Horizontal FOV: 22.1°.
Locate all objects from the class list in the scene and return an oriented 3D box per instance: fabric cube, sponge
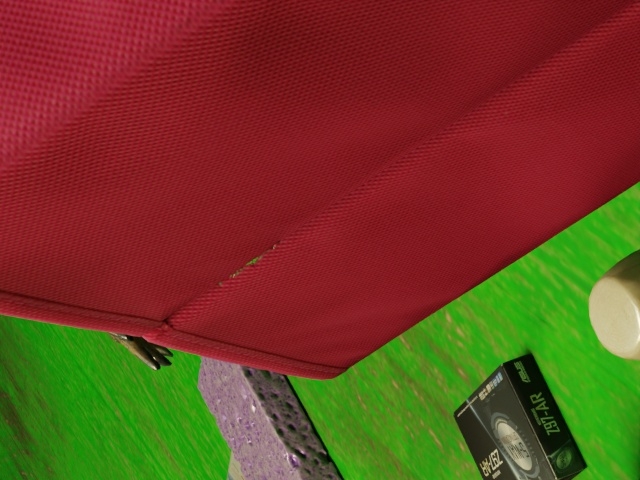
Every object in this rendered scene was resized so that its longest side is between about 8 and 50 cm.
[{"bbox_3d":[0.000,-0.140,0.475,0.259,0.258,0.254,21,-141,-62],"label":"fabric cube"},{"bbox_3d":[-0.037,0.153,1.233,0.210,0.031,0.117,59,155,31],"label":"sponge"}]

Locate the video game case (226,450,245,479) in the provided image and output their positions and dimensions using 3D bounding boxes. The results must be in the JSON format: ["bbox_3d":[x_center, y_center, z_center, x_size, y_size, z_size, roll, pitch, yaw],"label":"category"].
[{"bbox_3d":[-0.050,0.222,1.332,0.087,0.011,0.122,52,151,26],"label":"video game case"}]

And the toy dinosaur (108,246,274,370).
[{"bbox_3d":[-0.062,-0.033,0.917,0.127,0.200,0.295,58,154,32],"label":"toy dinosaur"}]

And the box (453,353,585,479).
[{"bbox_3d":[0.104,0.106,0.870,0.067,0.018,0.083,66,158,17],"label":"box"}]

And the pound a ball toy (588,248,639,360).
[{"bbox_3d":[0.182,0.057,0.483,0.208,0.136,0.319,67,158,13],"label":"pound a ball toy"}]
